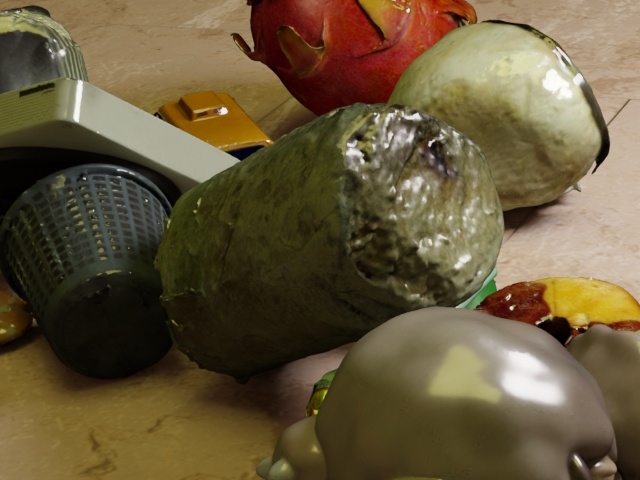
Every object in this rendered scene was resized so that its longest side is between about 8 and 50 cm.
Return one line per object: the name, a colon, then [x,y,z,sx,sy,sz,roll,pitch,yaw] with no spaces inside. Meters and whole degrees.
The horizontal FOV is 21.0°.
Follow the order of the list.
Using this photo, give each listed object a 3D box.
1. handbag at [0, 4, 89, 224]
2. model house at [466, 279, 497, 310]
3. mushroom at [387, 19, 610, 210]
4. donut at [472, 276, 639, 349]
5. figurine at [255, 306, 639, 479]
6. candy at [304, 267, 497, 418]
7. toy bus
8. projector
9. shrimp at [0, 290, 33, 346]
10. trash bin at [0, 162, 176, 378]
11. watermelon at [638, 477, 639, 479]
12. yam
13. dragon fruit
handbag: [-0.430,-0.144,1.988,0.340,0.247,0.240,-11,13,-3]
model house: [0.085,0.015,1.606,0.088,0.167,0.117,-16,18,30]
mushroom: [0.158,-0.117,1.817,0.164,0.189,0.267,-35,35,-22]
donut: [0.197,0.100,1.456,0.166,0.073,0.184,-7,25,-3]
figurine: [0.159,0.131,1.242,0.380,0.203,0.248,-17,22,-24]
candy: [0.085,0.092,1.468,0.091,0.083,0.305,-42,0,44]
toy bus: [-0.116,-0.092,1.916,0.098,0.114,0.201,-12,25,-14]
projector: [-0.252,-0.069,1.741,0.257,0.079,0.259,-10,-22,37]
shrimp: [-0.364,0.070,1.709,0.184,0.043,0.091,13,34,35]
trash bin: [-0.207,0.040,1.610,0.175,0.175,0.161,-11,35,-10]
watermelon: [0.310,0.194,0.972,0.279,0.279,0.359,6,28,26]
yam: [0.000,0.000,1.465,0.300,0.195,0.195,-24,5,47]
dragon fruit: [0.048,-0.246,2.073,0.315,0.250,0.250,30,-2,-39]
